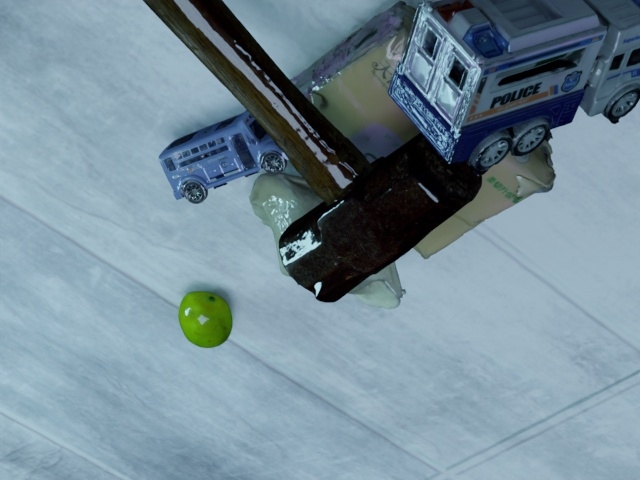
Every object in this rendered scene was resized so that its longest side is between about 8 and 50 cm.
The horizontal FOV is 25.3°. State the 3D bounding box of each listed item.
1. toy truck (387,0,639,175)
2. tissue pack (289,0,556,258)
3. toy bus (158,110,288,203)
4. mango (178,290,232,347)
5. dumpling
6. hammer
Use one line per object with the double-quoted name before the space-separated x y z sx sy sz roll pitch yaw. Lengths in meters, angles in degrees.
"toy truck" 0.213 -0.182 1.388 0.268 0.124 0.155 -20 147 -28
"tissue pack" 0.103 -0.121 1.561 0.256 0.123 0.215 41 130 -20
"toy bus" -0.100 -0.103 1.641 0.167 0.073 0.076 -19 107 26
"mango" -0.153 0.108 1.893 0.073 0.056 0.108 14 149 0
"dumpling" -0.003 -0.003 1.718 0.215 0.126 0.166 18 165 -28
"hammer" -0.045 -0.131 1.469 0.409 0.095 0.242 46 132 -13
